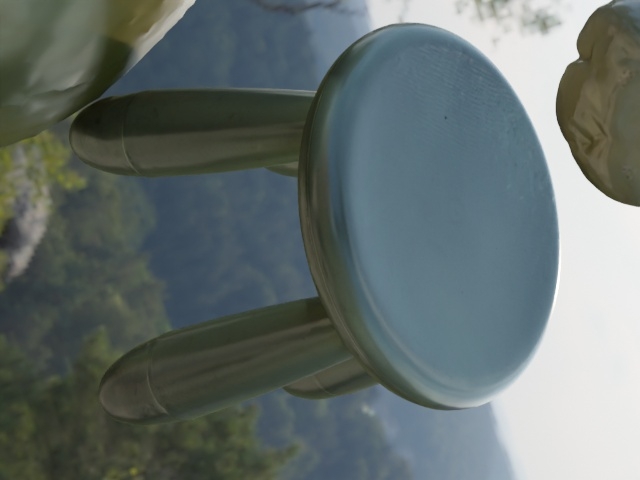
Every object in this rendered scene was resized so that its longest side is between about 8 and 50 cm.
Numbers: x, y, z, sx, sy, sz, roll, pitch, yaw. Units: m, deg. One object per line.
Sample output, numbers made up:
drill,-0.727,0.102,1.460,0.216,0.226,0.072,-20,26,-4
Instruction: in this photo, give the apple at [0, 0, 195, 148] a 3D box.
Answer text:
apple,-0.246,-0.242,0.733,0.473,0.474,0.473,-19,90,-88

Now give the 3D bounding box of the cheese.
cheese,0.168,-0.043,0.466,0.043,0.194,0.065,-105,-163,-55

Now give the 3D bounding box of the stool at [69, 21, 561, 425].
stool,0.000,0.000,0.826,0.195,0.199,0.195,-3,83,-47
